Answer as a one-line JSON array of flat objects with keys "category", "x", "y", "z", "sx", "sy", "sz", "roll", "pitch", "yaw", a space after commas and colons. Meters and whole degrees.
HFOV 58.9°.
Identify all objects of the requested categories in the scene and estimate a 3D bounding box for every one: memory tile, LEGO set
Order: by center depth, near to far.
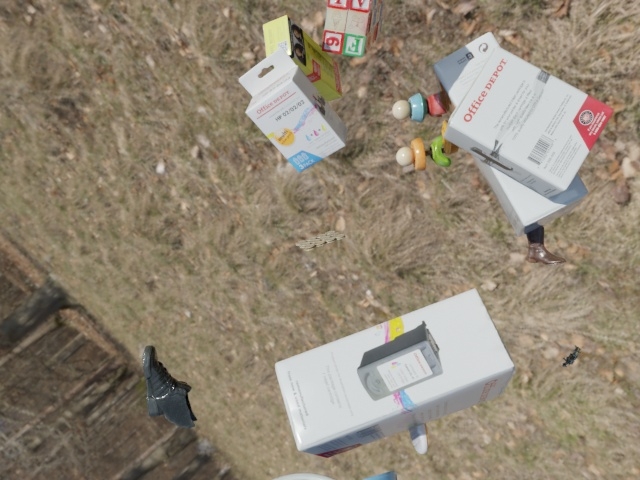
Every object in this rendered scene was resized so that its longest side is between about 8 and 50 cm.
[{"category": "LEGO set", "x": 0.544, "y": 0.253, "z": 1.218, "sx": 0.023, "sy": 0.054, "sz": 0.083, "roll": 31, "pitch": -176, "yaw": 15}, {"category": "memory tile", "x": 0.000, "y": 0.000, "z": 1.840, "sx": 0.113, "sy": 0.148, "sz": 0.012, "roll": 20, "pitch": 125, "yaw": 64}]

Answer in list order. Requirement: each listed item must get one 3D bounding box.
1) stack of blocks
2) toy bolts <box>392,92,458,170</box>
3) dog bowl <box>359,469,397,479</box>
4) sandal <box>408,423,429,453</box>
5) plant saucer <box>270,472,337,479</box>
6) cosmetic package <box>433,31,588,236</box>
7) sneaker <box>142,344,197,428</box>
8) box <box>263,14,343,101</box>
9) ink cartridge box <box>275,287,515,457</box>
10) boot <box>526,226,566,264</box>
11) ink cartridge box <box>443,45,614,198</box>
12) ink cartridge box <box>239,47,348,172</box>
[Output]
[{"category": "stack of blocks", "x": 0.084, "y": -0.514, "z": 1.221, "sx": 0.087, "sy": 0.297, "sz": 0.171, "roll": 12, "pitch": 120, "yaw": 7}, {"category": "toy bolts", "x": 0.303, "y": -0.331, "z": 1.683, "sx": 0.218, "sy": 0.158, "sz": 0.229, "roll": 82, "pitch": 180, "yaw": -87}, {"category": "dog bowl", "x": 0.084, "y": 0.522, "z": 1.129, "sx": 0.297, "sy": 0.166, "sz": 0.074, "roll": 71, "pitch": -179, "yaw": -64}, {"category": "sandal", "x": 0.198, "y": 0.299, "z": 1.122, "sx": 0.265, "sy": 0.076, "sz": 0.102, "roll": -99, "pitch": 7, "yaw": -51}, {"category": "plant saucer", "x": -0.045, "y": 0.760, "z": 1.330, "sx": 0.400, "sy": 0.400, "sz": 0.101, "roll": 39, "pitch": 152, "yaw": 39}, {"category": "cosmetic package", "x": 0.460, "y": -0.252, "z": 1.412, "sx": 0.453, "sy": 0.161, "sz": 0.230, "roll": 64, "pitch": -169, "yaw": 13}, {"category": "sneaker", "x": -0.291, "y": 0.282, "z": 1.098, "sx": 0.051, "sy": 0.089, "sz": 0.170, "roll": -133, "pitch": 40, "yaw": -79}, {"category": "box", "x": -0.030, "y": -0.359, "z": 1.151, "sx": 0.232, "sy": 0.058, "sz": 0.087, "roll": 17, "pitch": -116, "yaw": -63}, {"category": "ink cartridge box", "x": 0.111, "y": 0.211, "z": 0.851, "sx": 0.226, "sy": 0.306, "sz": 0.131, "roll": 69, "pitch": 180, "yaw": -64}, {"category": "boot", "x": 0.602, "y": 0.006, "z": 1.522, "sx": 0.106, "sy": 0.037, "sz": 0.114, "roll": 3, "pitch": 106, "yaw": 41}, {"category": "ink cartridge box", "x": 0.426, "y": -0.246, "z": 1.192, "sx": 0.273, "sy": 0.197, "sz": 0.114, "roll": 32, "pitch": 178, "yaw": 6}, {"category": "ink cartridge box", "x": -0.049, "y": -0.214, "z": 0.948, "sx": 0.181, "sy": 0.104, "sz": 0.062, "roll": 46, "pitch": -148, "yaw": -27}]
